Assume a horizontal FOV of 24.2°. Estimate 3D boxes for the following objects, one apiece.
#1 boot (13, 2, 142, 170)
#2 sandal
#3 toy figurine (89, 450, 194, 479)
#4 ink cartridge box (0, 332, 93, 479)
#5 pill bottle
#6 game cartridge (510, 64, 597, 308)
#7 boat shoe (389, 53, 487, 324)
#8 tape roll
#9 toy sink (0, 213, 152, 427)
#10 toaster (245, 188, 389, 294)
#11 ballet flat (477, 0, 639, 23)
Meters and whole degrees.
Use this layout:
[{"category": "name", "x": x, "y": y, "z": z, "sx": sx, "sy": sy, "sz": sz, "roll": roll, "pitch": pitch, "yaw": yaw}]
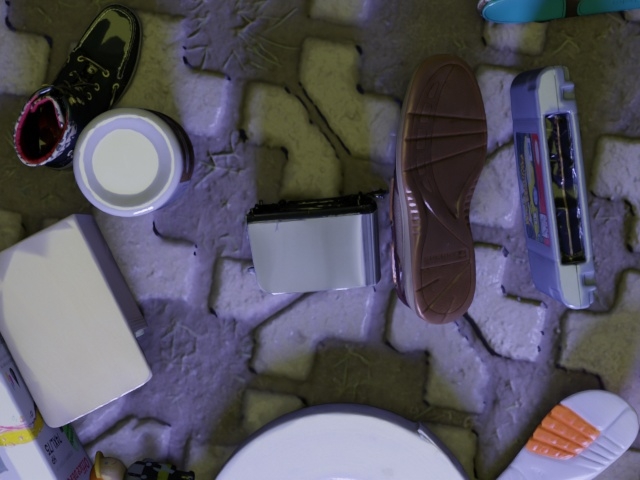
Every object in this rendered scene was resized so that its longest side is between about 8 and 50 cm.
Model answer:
[{"category": "boot", "x": -0.304, "y": -0.193, "z": 1.881, "sx": 0.085, "sy": 0.178, "sz": 0.236, "roll": 28, "pitch": 95, "yaw": -1}, {"category": "sandal", "x": 0.312, "y": 0.286, "z": 1.964, "sx": 0.102, "sy": 0.076, "sz": 0.265, "roll": 48, "pitch": 115, "yaw": 12}, {"category": "toy figurine", "x": -0.243, "y": 0.385, "z": 1.902, "sx": 0.148, "sy": 0.213, "sz": 0.210, "roll": 8, "pitch": 72, "yaw": 4}, {"category": "ink cartridge box", "x": -0.444, "y": 0.250, "z": 1.908, "sx": 0.197, "sy": 0.198, "sz": 0.270, "roll": -27, "pitch": 94, "yaw": 2}, {"category": "pill bottle", "x": -0.225, "y": -0.099, "z": 1.862, "sx": 0.131, "sy": 0.229, "sz": 0.131, "roll": 0, "pitch": 94, "yaw": 1}, {"category": "game cartridge", "x": 0.289, "y": -0.069, "z": 1.870, "sx": 0.060, "sy": 0.196, "sz": 0.294, "roll": -7, "pitch": 94, "yaw": 1}, {"category": "boat shoe", "x": 0.134, "y": -0.070, "z": 1.910, "sx": 0.123, "sy": 0.123, "sz": 0.342, "roll": -8, "pitch": 104, "yaw": -23}, {"category": "tape roll", "x": 0.028, "y": 0.407, "z": 1.966, "sx": 0.392, "sy": 0.072, "sz": 0.392, "roll": 0, "pitch": 94, "yaw": 4}, {"category": "toy sink", "x": -0.321, "y": 0.102, "z": 1.929, "sx": 0.152, "sy": 0.131, "sz": 0.234, "roll": -28, "pitch": 88, "yaw": 3}, {"category": "toaster", "x": 0.000, "y": 0.000, "z": 1.898, "sx": 0.185, "sy": 0.168, "sz": 0.110, "roll": -5, "pitch": 97, "yaw": 3}, {"category": "ballet flat", "x": 0.317, "y": -0.329, "z": 1.920, "sx": 0.241, "sy": 0.091, "sz": 0.077, "roll": -5, "pitch": 64, "yaw": -3}]
